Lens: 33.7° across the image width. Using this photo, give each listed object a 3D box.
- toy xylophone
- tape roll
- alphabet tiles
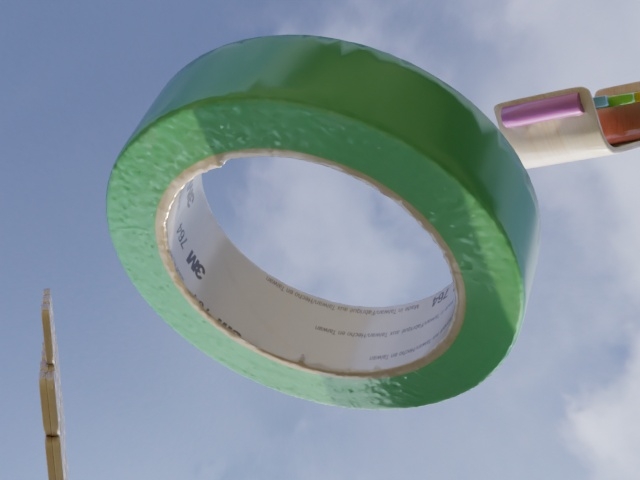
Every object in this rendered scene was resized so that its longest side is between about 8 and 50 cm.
[{"bbox_3d":[0.356,-0.147,1.251,0.236,0.323,0.081,-8,-85,30],"label":"toy xylophone"},{"bbox_3d":[0.000,0.000,0.798,0.321,0.321,0.077,24,-131,-1],"label":"tape roll"},{"bbox_3d":[-0.334,0.207,1.321,0.021,0.284,0.277,-5,-82,-13],"label":"alphabet tiles"}]
